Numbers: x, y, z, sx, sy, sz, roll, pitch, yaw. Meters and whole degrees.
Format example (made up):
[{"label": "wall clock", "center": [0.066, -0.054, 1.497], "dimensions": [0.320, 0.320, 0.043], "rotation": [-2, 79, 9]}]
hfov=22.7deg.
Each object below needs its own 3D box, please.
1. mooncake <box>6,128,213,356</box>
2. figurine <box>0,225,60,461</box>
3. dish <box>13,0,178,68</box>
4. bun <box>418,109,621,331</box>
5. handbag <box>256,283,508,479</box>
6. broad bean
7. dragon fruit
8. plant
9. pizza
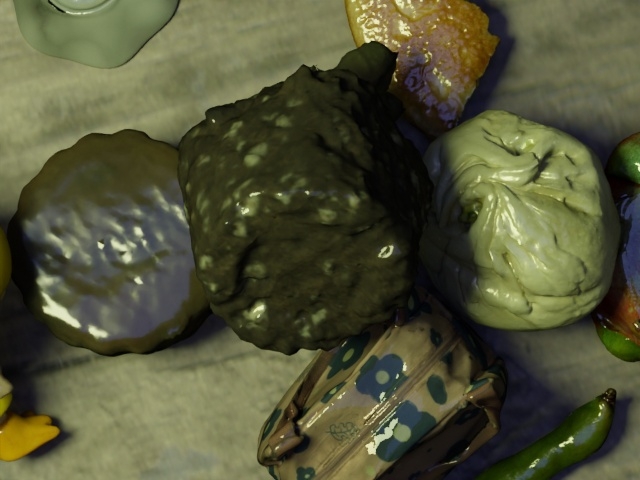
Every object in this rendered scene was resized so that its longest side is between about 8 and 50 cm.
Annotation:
[{"label": "mooncake", "center": [-0.197, 0.007, 1.618], "dimensions": [0.228, 0.124, 0.228], "rotation": [0, 82, 2]}, {"label": "figurine", "center": [-0.379, 0.088, 1.535], "dimensions": [0.215, 0.187, 0.344], "rotation": [-23, 130, -7]}, {"label": "dish", "center": [-0.244, -0.276, 1.658], "dimensions": [0.190, 0.066, 0.191], "rotation": [0, 88, 2]}, {"label": "bun", "center": [0.180, -0.020, 1.554], "dimensions": [0.229, 0.145, 0.229], "rotation": [-5, 83, 40]}, {"label": "handbag", "center": [0.062, 0.172, 1.562], "dimensions": [0.190, 0.193, 0.251], "rotation": [41, 89, 7]}, {"label": "broad bean", "center": [0.204, 0.239, 1.626], "dimensions": [0.256, 0.053, 0.052], "rotation": [-35, 49, 0]}, {"label": "dragon fruit", "center": [0.394, 0.018, 1.587], "dimensions": [0.268, 0.130, 0.295], "rotation": [-26, 87, 1]}, {"label": "plant", "center": [-0.013, -0.064, 1.511], "dimensions": [0.215, 0.312, 0.213], "rotation": [-23, 130, 22]}, {"label": "pizza", "center": [0.098, -0.223, 1.647], "dimensions": [0.134, 0.056, 0.271], "rotation": [-31, 85, 3]}]
